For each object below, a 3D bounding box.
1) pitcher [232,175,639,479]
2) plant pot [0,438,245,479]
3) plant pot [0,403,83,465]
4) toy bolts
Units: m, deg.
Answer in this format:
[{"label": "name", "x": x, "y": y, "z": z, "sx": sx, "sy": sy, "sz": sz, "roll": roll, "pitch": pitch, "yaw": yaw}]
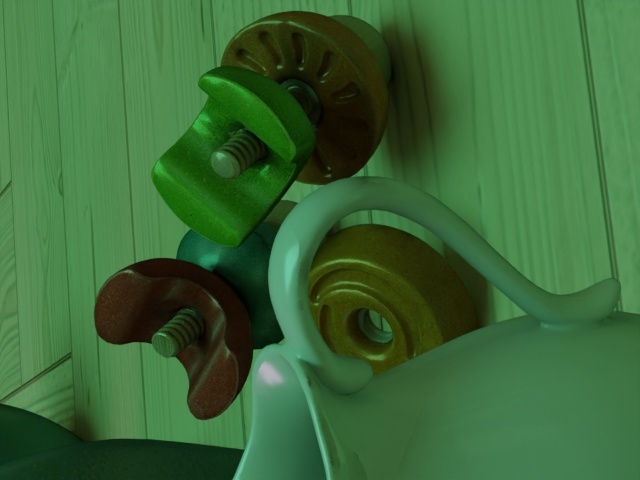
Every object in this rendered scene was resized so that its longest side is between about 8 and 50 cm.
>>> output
[{"label": "pitcher", "x": 0.070, "y": 0.065, "z": 0.586, "sx": 0.125, "sy": 0.207, "sz": 0.178, "roll": -140, "pitch": 54, "yaw": -61}, {"label": "plant pot", "x": -0.148, "y": 0.265, "z": 0.948, "sx": 0.247, "sy": 0.252, "sz": 0.248, "roll": -42, "pitch": 47, "yaw": 25}, {"label": "plant pot", "x": -0.347, "y": 0.288, "z": 1.545, "sx": 0.293, "sy": 0.235, "sz": 0.293, "roll": -179, "pitch": 90, "yaw": -68}, {"label": "toy bolts", "x": 0.000, "y": 0.000, "z": 0.917, "sx": 0.218, "sy": 0.158, "sz": 0.228, "roll": 43, "pitch": 133, "yaw": 5}]
